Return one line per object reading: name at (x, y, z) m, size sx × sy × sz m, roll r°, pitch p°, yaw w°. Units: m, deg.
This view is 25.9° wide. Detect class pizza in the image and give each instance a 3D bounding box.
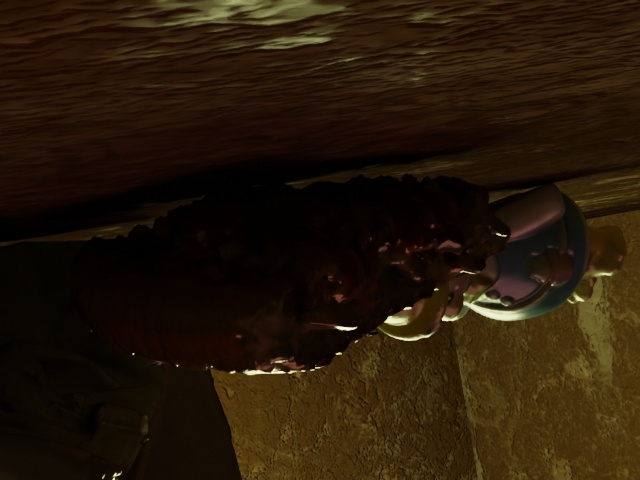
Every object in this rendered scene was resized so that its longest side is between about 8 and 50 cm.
pizza at (0.000, 0.000, 0.578) m, size 0.199 × 0.062 × 0.188 m, roll -14°, pitch -166°, yaw -32°

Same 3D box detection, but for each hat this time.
hat at (-0.119, 0.119, 0.649) m, size 0.149 × 0.244 × 0.214 m, roll -2°, pitch -157°, yaw 3°

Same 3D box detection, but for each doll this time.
doll at (0.106, 0.015, 0.982) m, size 0.241 × 0.098 × 0.135 m, roll -10°, pitch -176°, yaw -37°
